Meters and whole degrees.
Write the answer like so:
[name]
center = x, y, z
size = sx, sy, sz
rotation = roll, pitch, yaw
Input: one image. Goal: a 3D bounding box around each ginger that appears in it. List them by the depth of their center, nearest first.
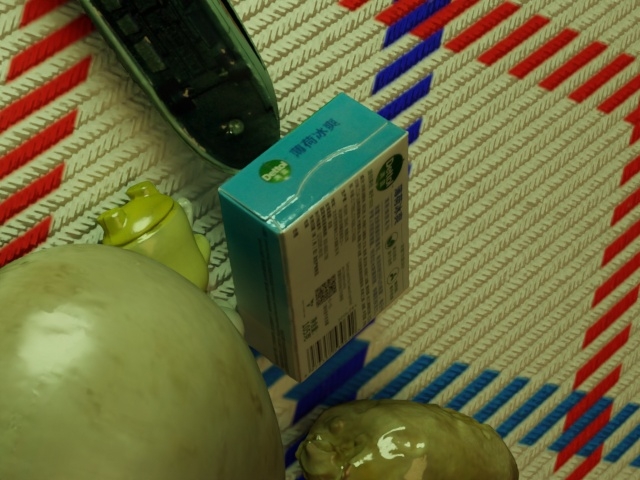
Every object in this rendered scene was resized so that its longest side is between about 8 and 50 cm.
[ginger]
center = 0.086, 0.209, 1.346
size = 0.152, 0.138, 0.267
rotation = -55, 129, -12

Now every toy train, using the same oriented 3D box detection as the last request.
[toy train]
center = -0.146, -0.219, 1.138
size = 0.086, 0.088, 0.407
rotation = -25, 121, 14

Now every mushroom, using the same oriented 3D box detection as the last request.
[mushroom]
center = -0.186, 0.180, 1.055
size = 0.362, 0.295, 0.362
rotation = 7, 90, -72

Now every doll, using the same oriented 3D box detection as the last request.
[doll]
center = -0.115, 0.036, 1.212
size = 0.106, 0.062, 0.162
rotation = -46, 119, -43

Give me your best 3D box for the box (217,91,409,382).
[box]
center = 0.000, 0.000, 1.238
size = 0.139, 0.073, 0.194
rotation = -40, 148, -26
